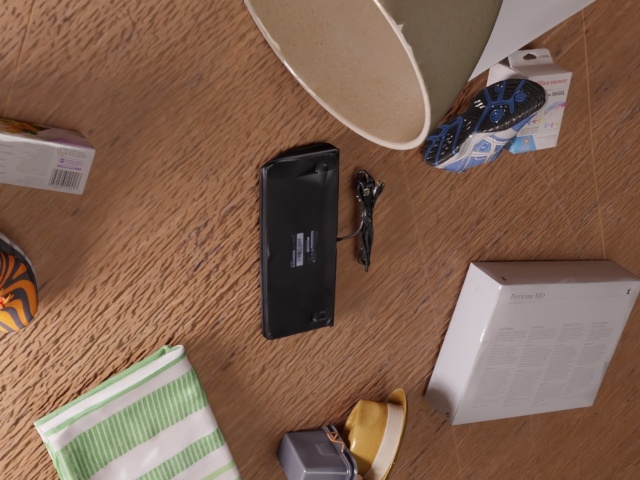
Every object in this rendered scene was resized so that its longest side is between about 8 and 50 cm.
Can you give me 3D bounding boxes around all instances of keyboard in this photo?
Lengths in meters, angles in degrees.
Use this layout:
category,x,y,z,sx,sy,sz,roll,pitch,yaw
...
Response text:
category,x,y,z,sx,sy,sz,roll,pitch,yaw
keyboard,0.000,0.000,1.498,0.201,0.033,0.317,-11,124,-21

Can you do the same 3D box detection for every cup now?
category,x,y,z,sx,sy,sz,roll,pitch,yaw
cup,0.087,-0.310,1.187,0.237,0.331,0.331,-43,133,-15

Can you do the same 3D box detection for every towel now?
category,x,y,z,sx,sy,sz,roll,pitch,yaw
towel,-0.252,0.333,1.467,0.248,0.038,0.325,-31,121,-24

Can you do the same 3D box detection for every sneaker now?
category,x,y,z,sx,sy,sz,roll,pitch,yaw
sneaker,0.255,-0.171,1.498,0.211,0.080,0.081,-30,144,35
sneaker,-0.406,0.058,1.120,0.124,0.180,0.321,-25,144,-1

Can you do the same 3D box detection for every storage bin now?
category,x,y,z,sx,sy,sz,roll,pitch,yaw
storage bin,-0.009,0.366,1.652,0.091,0.135,0.098,6,114,-26

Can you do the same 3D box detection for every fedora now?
category,x,y,z,sx,sy,sz,roll,pitch,yaw
fedora,0.083,0.336,1.691,0.079,0.194,0.194,21,106,-7

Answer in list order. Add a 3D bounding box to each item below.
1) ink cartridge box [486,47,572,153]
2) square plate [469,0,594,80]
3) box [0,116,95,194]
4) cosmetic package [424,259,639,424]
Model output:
category,x,y,z,sx,sy,sz,roll,pitch,yaw
ink cartridge box,0.317,-0.221,1.539,0.092,0.090,0.143,-12,123,-29
square plate,0.261,-0.431,1.402,0.347,0.049,0.344,-33,130,-13
box,-0.417,-0.113,1.121,0.324,0.063,0.067,7,112,-37
cosmetic package,0.397,0.181,1.834,0.377,0.097,0.284,1,118,-35
